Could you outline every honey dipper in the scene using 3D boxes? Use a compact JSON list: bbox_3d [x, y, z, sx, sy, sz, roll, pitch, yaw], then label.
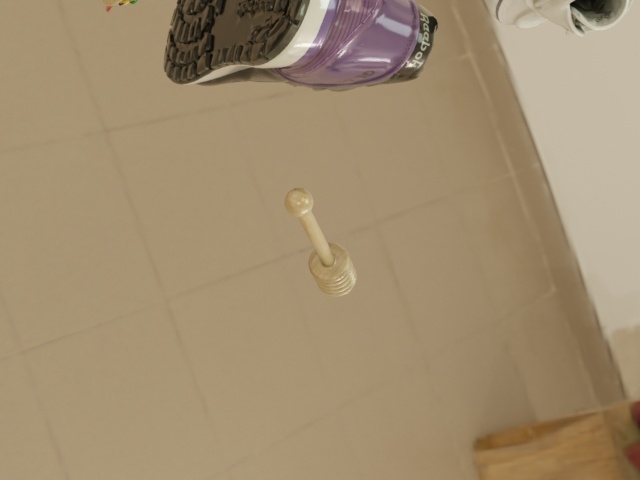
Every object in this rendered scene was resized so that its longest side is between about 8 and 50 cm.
[{"bbox_3d":[0.000,0.000,0.796,0.161,0.030,0.030,67,21,-68],"label":"honey dipper"}]

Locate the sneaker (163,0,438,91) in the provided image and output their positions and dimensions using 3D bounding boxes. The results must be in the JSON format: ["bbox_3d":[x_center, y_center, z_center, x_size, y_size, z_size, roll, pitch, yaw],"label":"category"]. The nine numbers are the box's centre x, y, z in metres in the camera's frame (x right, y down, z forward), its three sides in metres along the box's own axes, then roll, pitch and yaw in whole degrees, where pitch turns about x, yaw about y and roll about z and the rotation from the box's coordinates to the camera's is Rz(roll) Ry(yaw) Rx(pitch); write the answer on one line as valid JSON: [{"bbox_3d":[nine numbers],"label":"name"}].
[{"bbox_3d":[-0.021,-0.143,0.853,0.124,0.283,0.107,16,94,-27],"label":"sneaker"}]

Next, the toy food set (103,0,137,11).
[{"bbox_3d":[-0.211,-0.288,1.306,0.020,0.083,0.083,36,71,-35],"label":"toy food set"}]

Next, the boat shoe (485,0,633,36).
[{"bbox_3d":[0.201,-0.200,0.928,0.095,0.258,0.084,-21,87,-10],"label":"boat shoe"}]
